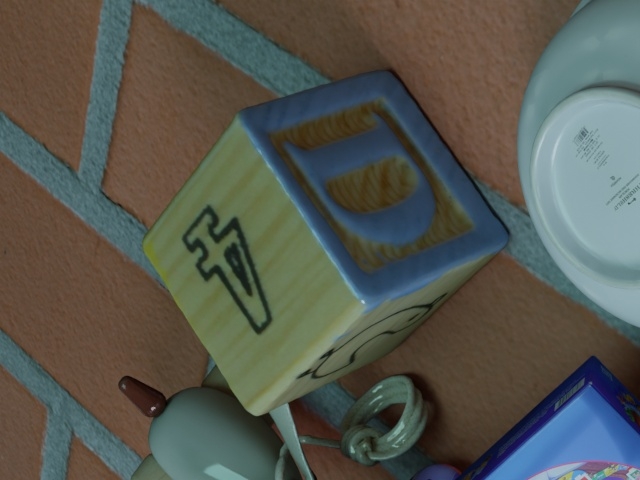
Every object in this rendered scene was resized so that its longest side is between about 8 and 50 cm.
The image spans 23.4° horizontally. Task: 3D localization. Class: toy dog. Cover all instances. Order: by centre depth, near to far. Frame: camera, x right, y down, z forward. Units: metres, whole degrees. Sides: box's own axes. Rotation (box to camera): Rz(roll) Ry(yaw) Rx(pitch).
[{"bbox_3d":[-0.081,0.193,1.421,0.333,0.220,0.161,-10,139,47],"label":"toy dog"}]

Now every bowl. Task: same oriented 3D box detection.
[{"bbox_3d":[0.242,-0.051,1.079,0.298,0.134,0.298,19,119,39],"label":"bowl"}]

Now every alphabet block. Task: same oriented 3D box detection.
[{"bbox_3d":[0.000,0.000,1.307,0.193,0.192,0.197,57,137,15],"label":"alphabet block"}]

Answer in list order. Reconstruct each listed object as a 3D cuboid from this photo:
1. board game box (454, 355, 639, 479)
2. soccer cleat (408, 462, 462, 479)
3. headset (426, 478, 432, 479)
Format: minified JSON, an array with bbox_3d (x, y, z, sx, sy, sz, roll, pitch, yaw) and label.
[{"bbox_3d":[0.164,0.292,1.182,0.233,0.078,0.347,45,106,0],"label":"board game box"},{"bbox_3d":[0.062,0.295,1.431,0.083,0.095,0.248,52,136,17],"label":"soccer cleat"},{"bbox_3d":[0.095,0.398,1.309,0.243,0.185,0.394,11,89,17],"label":"headset"}]
